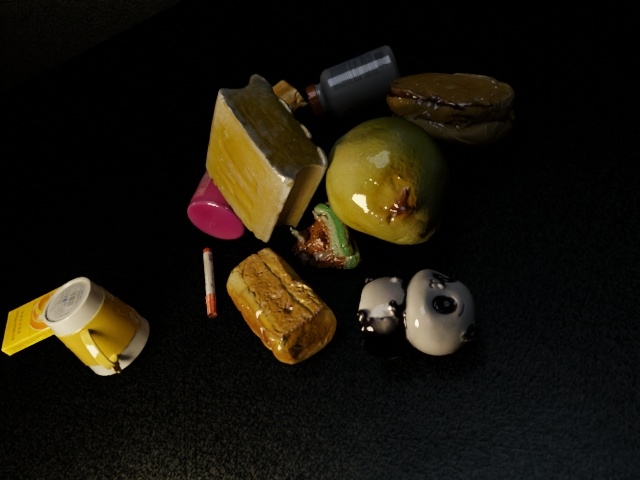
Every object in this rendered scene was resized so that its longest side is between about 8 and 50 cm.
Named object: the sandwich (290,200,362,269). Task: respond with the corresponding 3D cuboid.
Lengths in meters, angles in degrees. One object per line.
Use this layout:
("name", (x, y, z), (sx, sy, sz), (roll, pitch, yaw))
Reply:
("sandwich", (0.004, 0.005, 1.384), (0.159, 0.109, 0.185), (-29, 46, -1))

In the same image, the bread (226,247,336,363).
("bread", (-0.102, 0.153, 1.297), (0.166, 0.132, 0.294), (-40, 46, -10))

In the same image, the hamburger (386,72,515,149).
("hamburger", (0.330, -0.338, 1.415), (0.304, 0.174, 0.284), (20, 28, 40))

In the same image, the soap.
("soap", (-0.145, -0.191, 1.359), (0.156, 0.335, 0.294), (-29, 78, -27))

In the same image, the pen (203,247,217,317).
("pen", (-0.304, 0.112, 1.498), (0.028, 0.028, 0.239), (-22, 47, 7))

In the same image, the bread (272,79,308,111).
("bread", (-0.144, -0.459, 1.851), (0.173, 0.085, 0.134), (-35, 50, -7))

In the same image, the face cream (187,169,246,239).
("face cream", (-0.270, -0.128, 1.576), (0.175, 0.175, 0.195), (-1, 54, 25))

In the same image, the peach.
("peach", (0.161, -0.144, 1.285), (0.314, 0.315, 0.282), (28, 111, 14))

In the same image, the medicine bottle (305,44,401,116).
("medicine bottle", (0.103, -0.484, 1.704), (0.288, 0.157, 0.157), (-18, 48, 11))

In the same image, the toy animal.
("toy animal", (0.202, 0.153, 1.128), (0.234, 0.165, 0.187), (-10, 33, 21))

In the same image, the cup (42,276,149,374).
("cup", (-0.568, 0.230, 1.390), (0.185, 0.226, 0.241), (-36, 39, -6))

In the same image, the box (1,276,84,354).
("box", (-0.825, 0.225, 1.643), (0.269, 0.043, 0.152), (-26, 47, 5))
